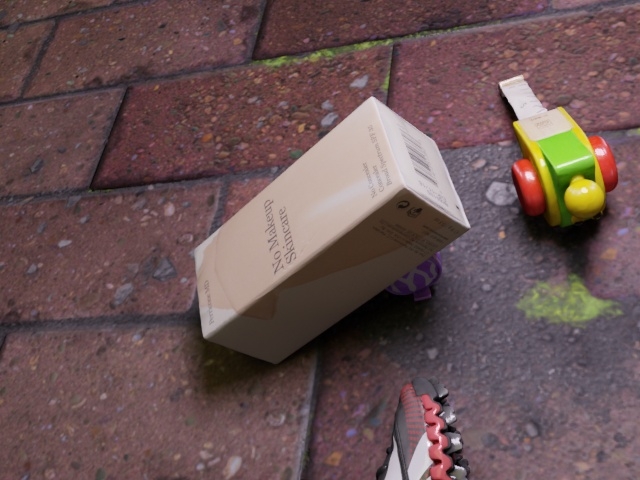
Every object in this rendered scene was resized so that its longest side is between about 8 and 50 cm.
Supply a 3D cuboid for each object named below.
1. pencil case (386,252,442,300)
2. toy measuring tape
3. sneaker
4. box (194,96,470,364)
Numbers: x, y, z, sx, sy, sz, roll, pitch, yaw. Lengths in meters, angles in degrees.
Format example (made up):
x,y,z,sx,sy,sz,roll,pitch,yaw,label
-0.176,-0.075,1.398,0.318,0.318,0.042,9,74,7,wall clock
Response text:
x,y,z,sx,sy,sz,roll,pitch,yaw,label
0.100,-0.032,0.942,0.086,0.088,0.206,-11,52,11,pencil case
0.285,-0.105,0.934,0.121,0.121,0.330,-19,29,9,toy measuring tape
0.083,0.264,0.729,0.135,0.097,0.276,-9,55,13,sneaker
0.000,0.000,0.863,0.311,0.121,0.148,-39,45,26,box
